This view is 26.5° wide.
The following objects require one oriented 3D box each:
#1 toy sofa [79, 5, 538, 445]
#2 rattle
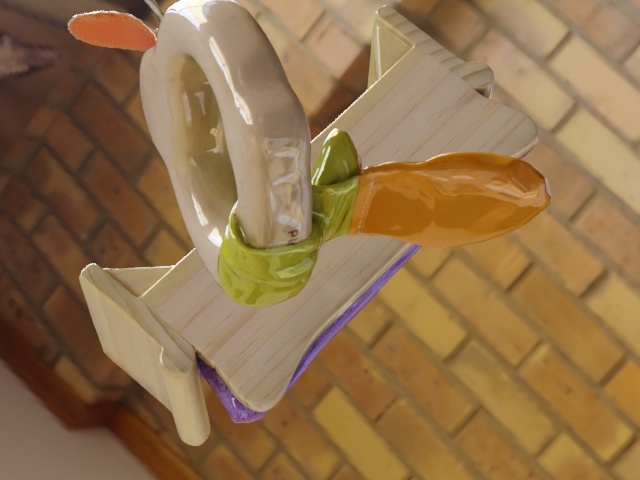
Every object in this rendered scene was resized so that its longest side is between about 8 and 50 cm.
[{"bbox_3d":[0.000,0.000,1.087,0.177,0.362,0.150,39,158,17],"label":"toy sofa"},{"bbox_3d":[-0.016,-0.070,0.595,0.199,0.143,0.130,53,166,52],"label":"rattle"}]
